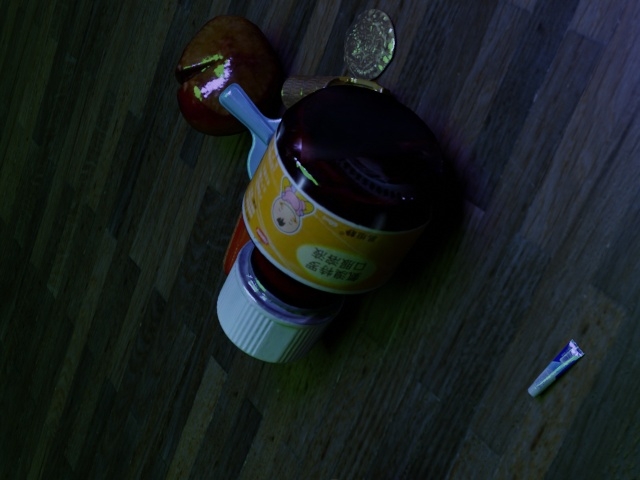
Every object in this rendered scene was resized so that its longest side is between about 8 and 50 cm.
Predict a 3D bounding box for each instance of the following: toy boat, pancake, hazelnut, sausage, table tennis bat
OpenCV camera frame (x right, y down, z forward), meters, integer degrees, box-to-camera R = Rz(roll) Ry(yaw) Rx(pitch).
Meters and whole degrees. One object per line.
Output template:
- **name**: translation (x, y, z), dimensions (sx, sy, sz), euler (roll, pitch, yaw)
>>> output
- **toy boat**: translation (0.018, -0.213, 1.448), dimensions (0.226, 0.088, 0.068), euler (14, 96, 52)
- **pancake**: translation (0.071, -0.292, 1.451), dimensions (0.115, 0.011, 0.115), euler (-9, 78, 50)
- **hazelnut**: translation (-0.149, -0.271, 1.614), dimensions (0.178, 0.177, 0.204), euler (-21, 64, 48)
- **sausage**: translation (-0.101, -0.027, 1.576), dimensions (0.083, 0.083, 0.264), euler (46, 121, 43)
- **table tennis bat**: translation (-0.064, -0.143, 1.476), dimensions (0.149, 0.038, 0.237), euler (-44, 90, 8)

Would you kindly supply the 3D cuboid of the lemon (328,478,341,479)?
- **lemon**: translation (0.038, 0.442, 1.214), dimensions (0.267, 0.267, 0.268), euler (-9, 78, 50)

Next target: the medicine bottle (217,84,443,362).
- **medicine bottle**: translation (0.000, 0.000, 1.346), dimensions (0.243, 0.242, 0.395), euler (63, 145, 34)

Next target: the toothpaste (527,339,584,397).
- **toothpaste**: translation (0.277, 0.154, 1.142), dimensions (0.083, 0.015, 0.024), euler (-54, 46, 24)
